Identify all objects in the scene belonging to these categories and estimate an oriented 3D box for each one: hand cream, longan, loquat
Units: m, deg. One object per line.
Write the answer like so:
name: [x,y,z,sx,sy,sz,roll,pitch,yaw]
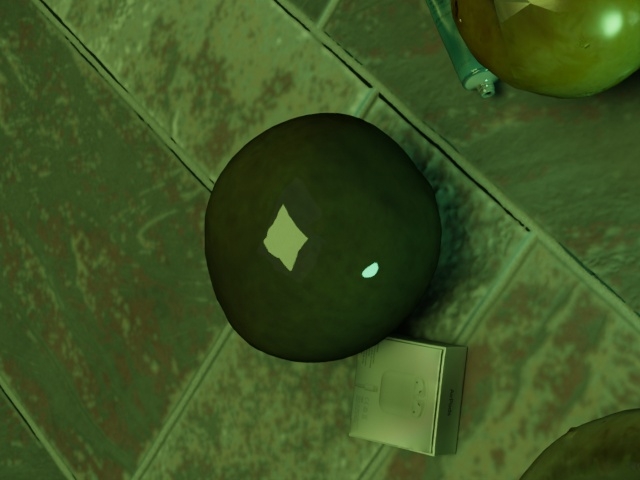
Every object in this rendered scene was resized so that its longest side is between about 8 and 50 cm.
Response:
hand cream: [0.167,-0.270,1.733,0.083,0.048,0.224,-33,62,36]
longan: [-0.004,0.001,1.706,0.297,0.297,0.297,-3,86,39]
loquat: [0.257,-0.261,1.537,0.235,0.235,0.235,-3,86,39]

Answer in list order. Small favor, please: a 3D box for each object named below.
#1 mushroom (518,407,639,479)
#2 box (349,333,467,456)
mushroom: [0.316,0.343,1.408,0.362,0.294,0.362,-1,89,39]
box: [0.103,0.182,1.749,0.129,0.051,0.130,8,93,39]
